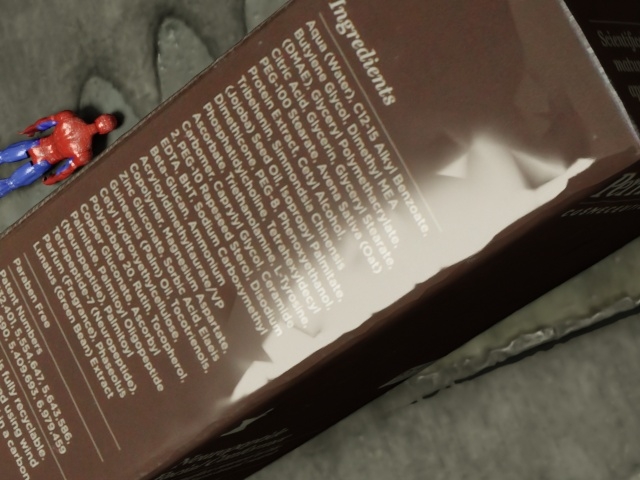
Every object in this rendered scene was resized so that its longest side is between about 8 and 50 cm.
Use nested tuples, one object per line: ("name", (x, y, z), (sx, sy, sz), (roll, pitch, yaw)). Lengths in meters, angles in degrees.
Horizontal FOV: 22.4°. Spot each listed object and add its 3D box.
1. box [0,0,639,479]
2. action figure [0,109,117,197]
("box", (0.000, 0.000, 0.737), (0.381, 0.191, 0.143), (-37, 75, 30))
("action figure", (-0.164, -0.049, 0.930), (0.115, 0.030, 0.038), (-21, 88, 27))
